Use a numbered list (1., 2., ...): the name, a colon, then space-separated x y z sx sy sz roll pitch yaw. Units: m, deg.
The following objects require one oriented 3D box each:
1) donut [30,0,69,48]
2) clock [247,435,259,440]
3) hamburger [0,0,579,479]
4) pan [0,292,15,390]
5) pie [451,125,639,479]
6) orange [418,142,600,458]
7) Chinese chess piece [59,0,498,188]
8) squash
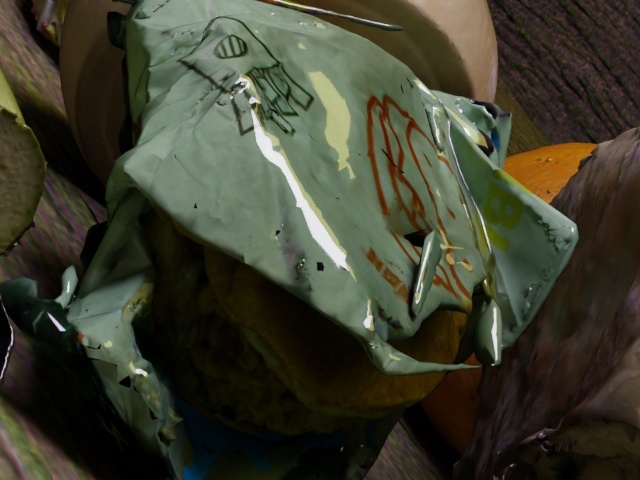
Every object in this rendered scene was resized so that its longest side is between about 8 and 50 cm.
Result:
1. donut: -0.109 -0.173 1.126 0.174 0.068 0.174 4 26 -2
2. clock: -0.060 0.079 0.855 0.085 0.017 0.085 43 15 -14
3. hamburger: 0.005 0.006 0.788 0.260 0.150 0.276 35 55 -35
4. pan: -0.174 0.056 0.545 0.128 0.048 0.202 35 43 -26
5. pie: 0.133 0.077 0.863 0.075 0.337 0.337 22 17 -3
6. orange: 0.175 0.056 1.132 0.246 0.246 0.246 43 15 -14
7. Chinese chess piece: -0.024 -0.095 0.964 0.251 0.251 0.097 38 34 -32
8. squash: -0.196 -0.070 0.777 0.094 0.094 0.224 36 9 -35
